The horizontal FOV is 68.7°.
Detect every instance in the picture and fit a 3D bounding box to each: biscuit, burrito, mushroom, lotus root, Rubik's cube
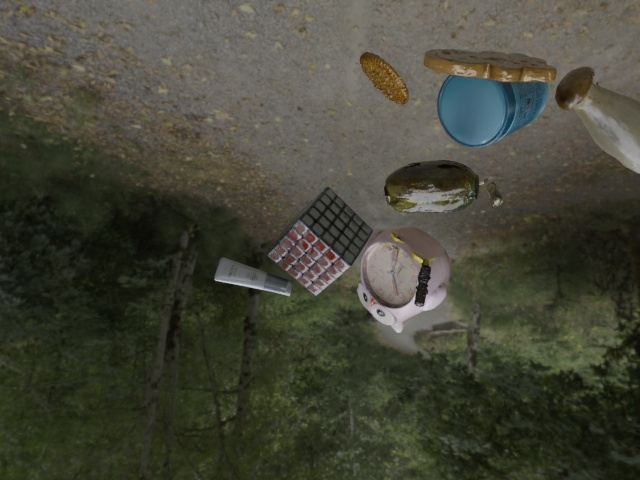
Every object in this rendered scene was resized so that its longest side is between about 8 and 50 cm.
[{"bbox_3d":[0.239,-0.607,1.767,0.254,0.035,0.254,45,-178,-2],"label":"biscuit"},{"bbox_3d":[0.591,-0.153,1.589,0.041,0.149,0.055,-10,120,16],"label":"burrito"},{"bbox_3d":[0.684,-0.261,1.066,0.350,0.128,0.128,34,160,-8],"label":"mushroom"},{"bbox_3d":[0.329,-0.162,1.390,0.274,0.152,0.160,1,-151,16],"label":"lotus root"},{"bbox_3d":[0.471,-0.493,1.329,0.354,0.275,0.052,5,122,3],"label":"biscuit"},{"bbox_3d":[0.000,0.000,1.619,0.238,0.237,0.237,42,134,-8],"label":"Rubik's cube"}]

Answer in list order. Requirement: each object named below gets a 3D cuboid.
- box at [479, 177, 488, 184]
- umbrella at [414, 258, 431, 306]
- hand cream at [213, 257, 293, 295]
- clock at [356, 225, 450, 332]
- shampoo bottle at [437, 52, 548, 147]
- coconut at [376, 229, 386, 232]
[{"bbox_3d":[0.533,-0.195,1.618,0.083,0.012,0.046,-19,-174,42],"label":"box"},{"bbox_3d":[0.307,0.126,1.396,0.040,0.144,0.037,25,160,-34],"label":"umbrella"},{"bbox_3d":[-0.216,0.124,1.519,0.255,0.079,0.048,17,152,-10],"label":"hand cream"},{"bbox_3d":[0.315,0.140,1.818,0.250,0.368,0.377,-14,139,-44],"label":"clock"},{"bbox_3d":[0.731,-0.597,1.978,0.342,0.331,0.331,-27,-176,-32],"label":"shampoo bottle"},{"bbox_3d":[0.272,-0.003,2.064,0.096,0.088,0.088,6,168,23],"label":"coconut"}]
